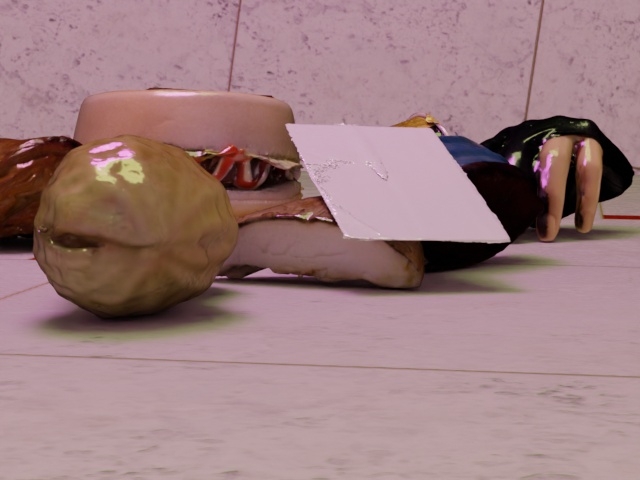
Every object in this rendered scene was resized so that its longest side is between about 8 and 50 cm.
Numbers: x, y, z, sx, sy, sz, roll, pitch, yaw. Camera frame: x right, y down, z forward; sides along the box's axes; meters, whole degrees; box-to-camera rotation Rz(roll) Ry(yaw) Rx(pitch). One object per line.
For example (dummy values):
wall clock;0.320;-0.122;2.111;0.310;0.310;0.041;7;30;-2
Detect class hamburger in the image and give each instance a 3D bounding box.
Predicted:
hamburger;-0.163;-0.090;1.960;0.302;0.170;0.302;1;1;0

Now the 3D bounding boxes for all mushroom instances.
mushroom;-0.001;-0.002;1.464;0.210;0.072;0.094;4;20;24

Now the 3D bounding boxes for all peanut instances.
peanut;-0.138;-0.013;1.291;0.149;0.149;0.313;1;1;-1

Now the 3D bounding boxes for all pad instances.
pad;0.066;-0.056;1.489;0.156;0.004;0.232;1;29;-17

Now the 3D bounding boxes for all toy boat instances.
toy boat;0.104;-0.042;1.626;0.142;0.129;0.309;21;19;35

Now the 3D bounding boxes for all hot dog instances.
hot dog;-0.374;-0.055;1.809;0.272;0.122;0.196;-1;1;35

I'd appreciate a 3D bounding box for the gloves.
gloves;0.254;-0.067;2.000;0.197;0.152;0.301;-27;5;30

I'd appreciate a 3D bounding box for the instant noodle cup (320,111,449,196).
instant noodle cup;0.077;-0.059;1.845;0.122;0.151;0.151;-15;11;-26
